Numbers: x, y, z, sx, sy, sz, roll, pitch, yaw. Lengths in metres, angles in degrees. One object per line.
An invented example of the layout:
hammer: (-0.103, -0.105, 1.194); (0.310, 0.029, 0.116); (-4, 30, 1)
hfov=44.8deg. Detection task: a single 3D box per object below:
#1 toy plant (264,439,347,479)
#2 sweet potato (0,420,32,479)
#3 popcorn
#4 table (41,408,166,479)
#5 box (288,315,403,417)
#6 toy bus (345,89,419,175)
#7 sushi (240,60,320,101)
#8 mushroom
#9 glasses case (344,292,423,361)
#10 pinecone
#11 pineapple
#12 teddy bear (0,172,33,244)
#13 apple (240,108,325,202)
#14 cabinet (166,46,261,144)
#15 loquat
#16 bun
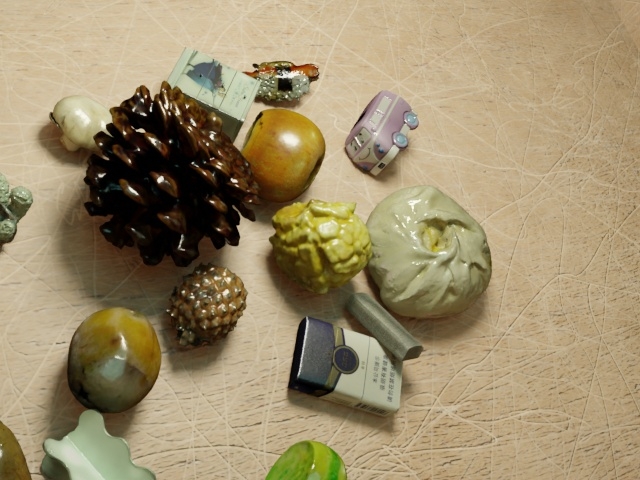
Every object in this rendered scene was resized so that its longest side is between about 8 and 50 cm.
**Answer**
toy plant: (0.044, 0.558, 1.580); (0.316, 0.184, 0.224); (44, 57, -17)
sweet potato: (-0.541, 0.480, 1.359); (0.130, 0.130, 0.423); (-27, 84, -34)
popcorn: (0.008, 0.001, 1.815); (0.225, 0.249, 0.249); (-29, 77, -30)
table: (-0.412, 0.428, 1.430); (0.198, 0.166, 0.166); (43, 53, 12)
box: (0.061, 0.290, 1.776); (0.259, 0.071, 0.168); (20, 56, -16)
toy bus: (0.163, -0.292, 2.116); (0.142, 0.142, 0.203); (36, 52, -10)
sushi: (-0.111, -0.424, 2.087); (0.225, 0.097, 0.103); (-1, 56, -9)
mushroom: (-0.544, -0.261, 1.780); (0.154, 0.122, 0.154); (34, 15, -11)
glasses case: (0.150, 0.201, 1.826); (0.070, 0.047, 0.205); (-1, 34, -48)
pinecone: (-0.322, -0.121, 1.666); (0.397, 0.398, 0.398); (12, 58, -19)
pineapple: (-0.250, 0.149, 1.660); (0.166, 0.166, 0.193); (32, 53, -5)
teddy bear: (-0.688, -0.033, 1.598); (0.133, 0.111, 0.213); (33, 76, 21)
apple: (-0.105, -0.210, 1.899); (0.207, 0.237, 0.237); (27, 54, 5)
cabinet: (-0.281, -0.350, 1.929); (0.206, 0.150, 0.145); (25, 55, -10)
loquat: (-0.402, 0.235, 1.517); (0.179, 0.179, 0.227); (13, 41, -19)
bun: (0.283, 0.013, 1.950); (0.365, 0.219, 0.365); (12, 60, -23)
